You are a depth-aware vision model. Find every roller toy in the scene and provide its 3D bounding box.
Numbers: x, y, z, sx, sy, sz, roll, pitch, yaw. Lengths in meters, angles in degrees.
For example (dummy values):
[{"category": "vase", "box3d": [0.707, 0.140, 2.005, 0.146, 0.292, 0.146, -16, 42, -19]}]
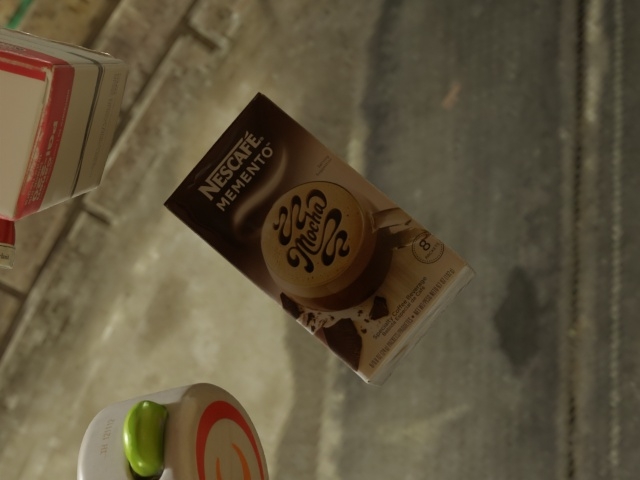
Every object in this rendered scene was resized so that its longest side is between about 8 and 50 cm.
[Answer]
[{"category": "roller toy", "box3d": [-0.151, 0.251, 1.677, 0.146, 0.191, 0.209, -15, 96, 22]}]

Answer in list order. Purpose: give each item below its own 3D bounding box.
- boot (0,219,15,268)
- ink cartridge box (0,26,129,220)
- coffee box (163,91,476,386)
[{"category": "boot", "box3d": [-0.416, -0.058, 1.891, 0.244, 0.088, 0.176, -1, 81, 48]}, {"category": "ink cartridge box", "box3d": [-0.213, -0.081, 0.962, 0.218, 0.159, 0.092, -61, -14, -81]}, {"category": "coffee box", "box3d": [0.000, 0.000, 1.807, 0.297, 0.119, 0.168, 40, 91, 12]}]
